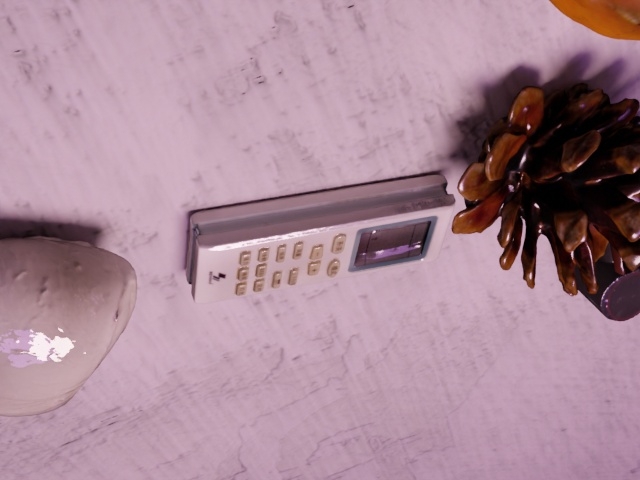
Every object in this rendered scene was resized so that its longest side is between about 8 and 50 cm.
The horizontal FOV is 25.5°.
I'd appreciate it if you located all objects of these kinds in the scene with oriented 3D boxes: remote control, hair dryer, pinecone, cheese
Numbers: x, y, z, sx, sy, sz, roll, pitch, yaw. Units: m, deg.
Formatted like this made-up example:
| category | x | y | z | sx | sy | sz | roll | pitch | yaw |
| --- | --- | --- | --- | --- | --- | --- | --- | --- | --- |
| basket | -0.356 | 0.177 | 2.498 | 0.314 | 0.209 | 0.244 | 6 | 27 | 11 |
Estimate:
| category | x | y | z | sx | sy | sz | roll | pitch | yaw |
| --- | --- | --- | --- | --- | --- | --- | --- | --- | --- |
| remote control | 0.000 | 0.000 | 1.484 | 0.277 | 0.055 | 0.103 | -9 | 145 | -15 |
| hair dryer | 0.326 | -0.037 | 1.595 | 0.070 | 0.114 | 0.248 | -15 | 127 | -20 |
| pinecone | 0.257 | -0.051 | 1.427 | 0.229 | 0.201 | 0.202 | -35 | 167 | -24 |
| cheese | -0.290 | 0.086 | 1.369 | 0.189 | 0.154 | 0.198 | 15 | 134 | -33 |

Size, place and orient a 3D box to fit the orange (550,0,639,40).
| category | x | y | z | sx | sy | sz | roll | pitch | yaw |
| --- | --- | --- | --- | --- | --- | --- | --- | --- | --- |
| orange | 0.259 | -0.273 | 1.076 | 0.246 | 0.246 | 0.246 | -14 | 146 | -10 |
